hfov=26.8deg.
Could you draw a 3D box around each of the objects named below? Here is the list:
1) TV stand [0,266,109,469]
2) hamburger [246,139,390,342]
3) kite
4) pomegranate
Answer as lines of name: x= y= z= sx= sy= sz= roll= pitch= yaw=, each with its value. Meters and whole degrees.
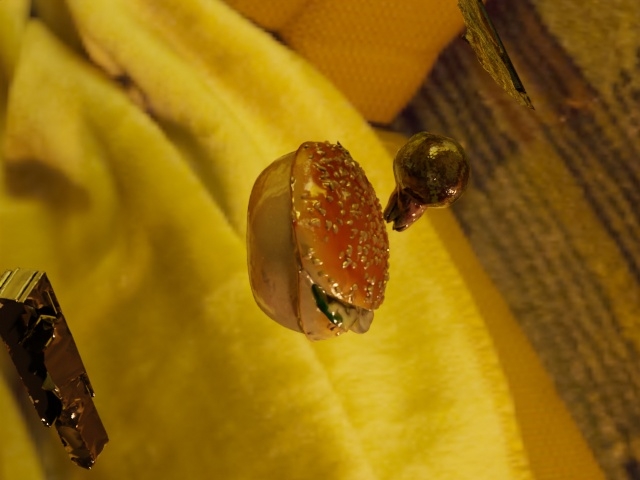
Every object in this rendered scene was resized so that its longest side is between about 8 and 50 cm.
TV stand: x=-0.223 y=0.112 z=1.126 sx=0.042 sy=0.036 sz=0.249 roll=13 pitch=143 yaw=18
hamburger: x=0.001 y=-0.001 z=1.510 sx=0.147 sy=0.237 sz=0.237 roll=-1 pitch=88 yaw=17
kite: x=0.156 y=-0.276 z=1.513 sx=0.014 sy=0.406 sz=0.368 roll=-27 pitch=59 yaw=4
pomegranate: x=0.155 y=-0.099 z=2.105 sx=0.125 sy=0.163 sz=0.138 roll=61 pitch=178 yaw=-5
